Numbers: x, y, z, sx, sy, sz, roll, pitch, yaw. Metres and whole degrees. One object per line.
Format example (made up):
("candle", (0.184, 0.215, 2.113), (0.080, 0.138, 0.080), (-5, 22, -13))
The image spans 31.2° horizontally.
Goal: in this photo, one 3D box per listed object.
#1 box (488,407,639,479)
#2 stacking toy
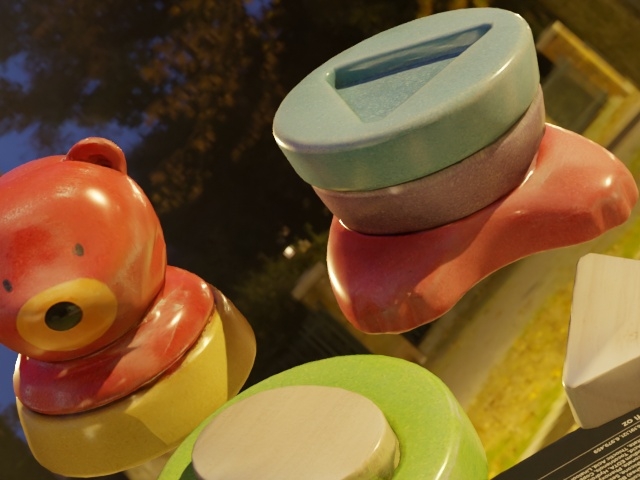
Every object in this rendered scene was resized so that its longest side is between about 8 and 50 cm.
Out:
("box", (0.095, 0.182, 0.440), (0.261, 0.103, 0.184), (-28, 19, -6))
("stacking toy", (0.000, 0.000, 0.483), (0.309, 0.130, 0.279), (-31, 27, -11))
